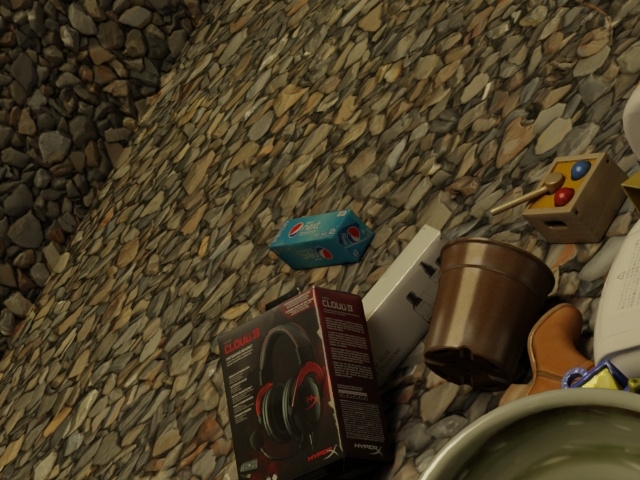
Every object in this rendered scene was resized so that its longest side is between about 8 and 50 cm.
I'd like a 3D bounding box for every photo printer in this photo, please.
[{"bbox_3d":[0.467,0.051,1.836,0.307,0.107,0.256,-22,34,45],"label":"photo printer"}]

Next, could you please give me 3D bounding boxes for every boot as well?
[{"bbox_3d":[0.329,0.165,1.958,0.152,0.073,0.197,-2,50,50],"label":"boot"}]

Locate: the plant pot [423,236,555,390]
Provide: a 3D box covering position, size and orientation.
[{"bbox_3d":[0.221,0.108,2.118,0.167,0.167,0.165,-15,47,51],"label":"plant pot"}]

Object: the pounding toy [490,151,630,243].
[{"bbox_3d":[0.347,-0.061,2.218,0.130,0.100,0.141,-56,25,-19],"label":"pounding toy"}]

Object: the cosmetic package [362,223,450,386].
[{"bbox_3d":[0.127,0.099,2.349,0.239,0.099,0.060,-50,23,-4],"label":"cosmetic package"}]

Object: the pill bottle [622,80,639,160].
[{"bbox_3d":[0.570,-0.251,1.972,0.224,0.224,0.392,-6,43,57],"label":"pill bottle"}]

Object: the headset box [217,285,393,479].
[{"bbox_3d":[-0.030,0.217,2.262,0.218,0.110,0.293,-28,61,37],"label":"headset box"}]

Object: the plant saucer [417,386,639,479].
[{"bbox_3d":[0.272,0.351,1.545,0.400,0.100,0.400,-4,67,10],"label":"plant saucer"}]

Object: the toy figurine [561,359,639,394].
[{"bbox_3d":[0.328,0.185,1.744,0.362,0.191,0.217,-41,28,13],"label":"toy figurine"}]

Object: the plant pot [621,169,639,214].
[{"bbox_3d":[0.471,-0.068,2.052,0.083,0.081,0.081,-42,22,-13],"label":"plant pot"}]

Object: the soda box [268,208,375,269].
[{"bbox_3d":[0.000,0.000,2.749,0.210,0.071,0.067,-8,45,56],"label":"soda box"}]
